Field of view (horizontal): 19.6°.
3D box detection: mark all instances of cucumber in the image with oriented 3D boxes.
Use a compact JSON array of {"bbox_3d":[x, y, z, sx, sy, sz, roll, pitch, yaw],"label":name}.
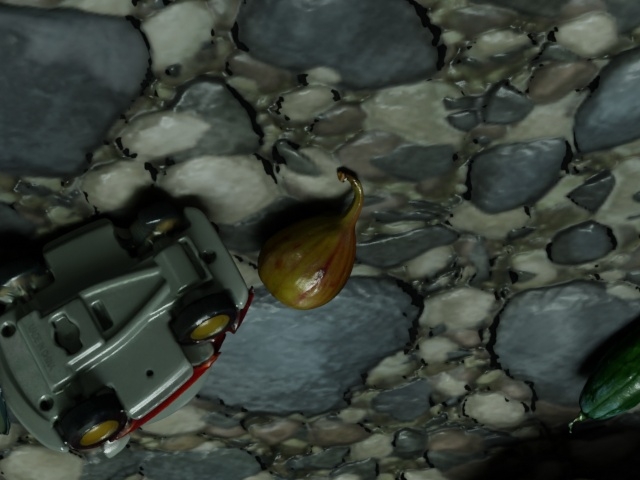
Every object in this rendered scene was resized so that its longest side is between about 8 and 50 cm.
[{"bbox_3d":[0.208,0.063,1.118,0.039,0.039,0.168,20,131,-33],"label":"cucumber"}]

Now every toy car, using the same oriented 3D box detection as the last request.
[{"bbox_3d":[-0.099,0.052,0.995,0.139,0.112,0.112,-31,157,1],"label":"toy car"}]

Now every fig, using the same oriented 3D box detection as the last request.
[{"bbox_3d":[0.000,0.000,0.993,0.050,0.050,0.083,18,115,-31],"label":"fig"}]

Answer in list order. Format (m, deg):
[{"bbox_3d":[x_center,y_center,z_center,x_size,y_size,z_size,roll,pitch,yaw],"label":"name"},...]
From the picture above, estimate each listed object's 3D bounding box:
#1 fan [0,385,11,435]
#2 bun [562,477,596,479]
[{"bbox_3d":[-0.193,0.073,0.994,0.005,0.113,0.175,-33,148,-21],"label":"fan"},{"bbox_3d":[0.214,0.245,1.212,0.153,0.244,0.244,-51,133,4],"label":"bun"}]
